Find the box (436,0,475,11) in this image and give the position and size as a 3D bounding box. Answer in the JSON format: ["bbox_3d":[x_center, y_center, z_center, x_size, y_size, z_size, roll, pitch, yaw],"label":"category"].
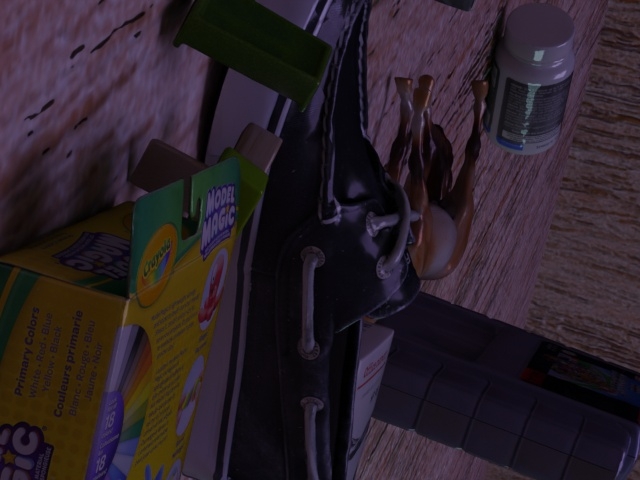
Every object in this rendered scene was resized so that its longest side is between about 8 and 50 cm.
[{"bbox_3d":[0.114,-0.278,1.070,0.183,0.056,0.231,106,4,-64],"label":"box"}]

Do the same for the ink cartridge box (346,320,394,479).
[{"bbox_3d":[-0.004,0.105,1.109,0.104,0.060,0.180,-30,135,-74],"label":"ink cartridge box"}]

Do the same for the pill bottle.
[{"bbox_3d":[0.201,-0.155,1.735,0.137,0.078,0.078,95,15,-48],"label":"pill bottle"}]

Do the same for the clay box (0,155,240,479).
[{"bbox_3d":[-0.087,0.076,0.659,0.127,0.053,0.222,-35,139,-73],"label":"clay box"}]

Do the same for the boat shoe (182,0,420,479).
[{"bbox_3d":[0.000,0.000,0.856,0.108,0.102,0.301,-54,158,-61],"label":"boat shoe"}]

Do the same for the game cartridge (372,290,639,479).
[{"bbox_3d":[0.148,0.113,1.454,0.355,0.230,0.068,-22,127,-77],"label":"game cartridge"}]

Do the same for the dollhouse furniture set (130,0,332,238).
[{"bbox_3d":[-0.056,-0.028,0.747,0.152,0.058,0.076,-58,-172,35],"label":"dollhouse furniture set"}]

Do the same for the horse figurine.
[{"bbox_3d":[0.066,-0.028,1.268,0.263,0.066,0.174,-26,126,-73],"label":"horse figurine"}]
